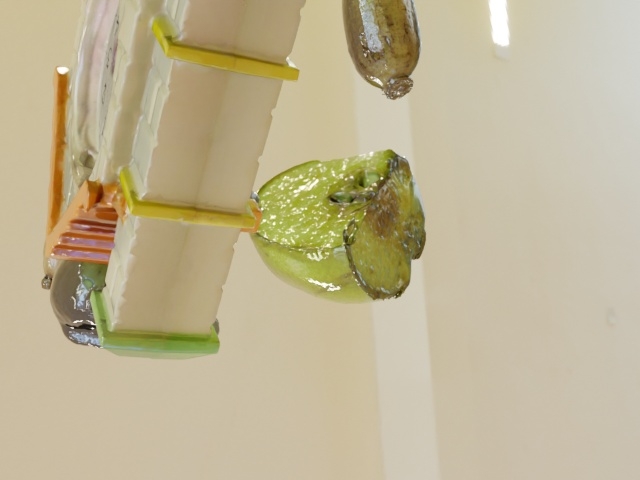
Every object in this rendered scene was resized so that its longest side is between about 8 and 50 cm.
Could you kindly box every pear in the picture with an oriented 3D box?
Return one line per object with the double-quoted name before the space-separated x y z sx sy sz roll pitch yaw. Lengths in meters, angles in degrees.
"pear" 0.000 0.000 1.301 0.164 0.255 0.238 65 -145 -33

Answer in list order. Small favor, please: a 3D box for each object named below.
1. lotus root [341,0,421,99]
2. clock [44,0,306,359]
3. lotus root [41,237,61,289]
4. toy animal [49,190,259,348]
"lotus root" 0.065 -0.246 1.002 0.081 0.089 0.179 -12 -94 -12
"clock" -0.089 -0.092 0.473 0.106 0.220 0.255 6 -63 -25
"lotus root" -0.309 -0.006 1.118 0.062 0.073 0.150 21 -102 -19
"toy animal" -0.145 -0.058 0.804 0.106 0.168 0.343 63 -159 -55
